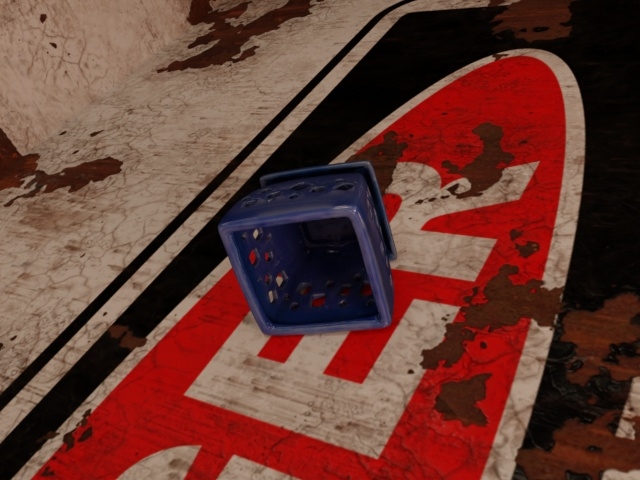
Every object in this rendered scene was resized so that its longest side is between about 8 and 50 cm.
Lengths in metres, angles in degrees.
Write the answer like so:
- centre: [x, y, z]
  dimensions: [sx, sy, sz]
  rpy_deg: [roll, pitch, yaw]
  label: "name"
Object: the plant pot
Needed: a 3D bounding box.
- centre: [0.000, 0.000, 1.178]
  dimensions: [0.236, 0.235, 0.212]
  rpy_deg: [-6, 32, 20]
  label: "plant pot"
